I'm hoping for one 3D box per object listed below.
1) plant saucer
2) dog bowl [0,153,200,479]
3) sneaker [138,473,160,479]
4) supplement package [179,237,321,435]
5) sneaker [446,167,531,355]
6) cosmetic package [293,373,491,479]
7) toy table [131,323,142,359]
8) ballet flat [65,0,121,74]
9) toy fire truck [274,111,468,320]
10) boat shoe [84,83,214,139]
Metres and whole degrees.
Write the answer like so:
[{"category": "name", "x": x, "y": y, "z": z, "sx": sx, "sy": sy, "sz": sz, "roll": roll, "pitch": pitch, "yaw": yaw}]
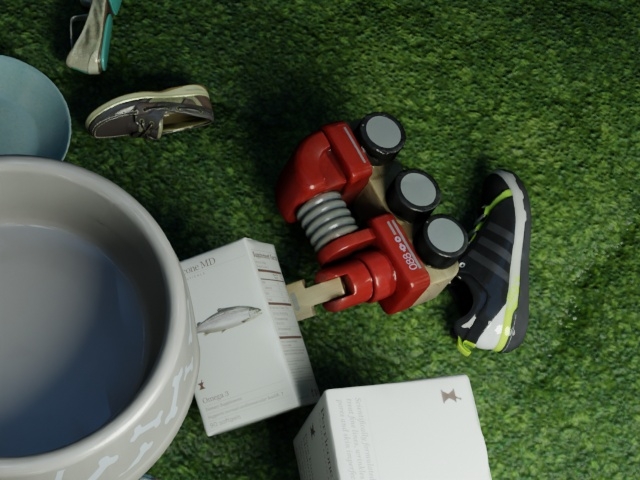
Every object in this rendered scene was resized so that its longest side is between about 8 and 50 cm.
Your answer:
[{"category": "plant saucer", "x": -0.381, "y": -0.120, "z": 1.460, "sx": 0.195, "sy": 0.037, "sz": 0.195, "roll": 5, "pitch": 64, "yaw": -10}, {"category": "dog bowl", "x": -0.278, "y": 0.076, "z": 1.174, "sx": 0.349, "sy": 0.102, "sz": 0.348, "roll": 4, "pitch": 64, "yaw": -8}, {"category": "sneaker", "x": -0.169, "y": 0.333, "z": 1.233, "sx": 0.125, "sy": 0.104, "sz": 0.261, "roll": 19, "pitch": 46, "yaw": -20}, {"category": "supplement package", "x": -0.083, "y": 0.099, "z": 1.341, "sx": 0.105, "sy": 0.105, "sz": 0.179, "roll": -20, "pitch": 82, "yaw": 12}, {"category": "sneaker", "x": 0.186, "y": 0.018, "z": 1.484, "sx": 0.097, "sy": 0.084, "sz": 0.234, "roll": 6, "pitch": 64, "yaw": -7}, {"category": "cosmetic package", "x": 0.070, "y": 0.239, "z": 1.300, "sx": 0.151, "sy": 0.183, "sz": 0.151, "roll": -5, "pitch": 66, "yaw": -14}, {"category": "toy table", "x": -0.285, "y": 0.062, "z": 1.325, "sx": 0.274, "sy": 0.161, "sz": 0.252, "roll": 39, "pitch": 65, "yaw": 9}, {"category": "ballet flat", "x": -0.271, "y": -0.276, "z": 1.547, "sx": 0.052, "sy": 0.057, "sz": 0.168, "roll": 7, "pitch": 63, "yaw": 2}, {"category": "toy fire truck", "x": 0.000, "y": 0.000, "z": 1.436, "sx": 0.246, "sy": 0.158, "sz": 0.217, "roll": -19, "pitch": 70, "yaw": -30}, {"category": "boat shoe", "x": -0.195, "y": -0.143, "z": 1.498, "sx": 0.152, "sy": 0.056, "sz": 0.049, "roll": -18, "pitch": 65, "yaw": -19}]
